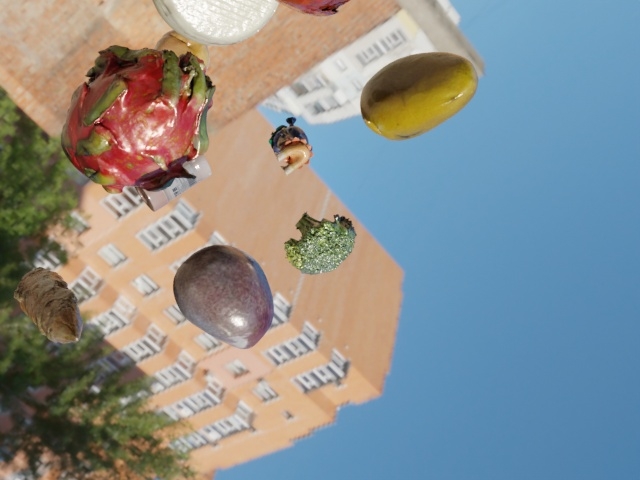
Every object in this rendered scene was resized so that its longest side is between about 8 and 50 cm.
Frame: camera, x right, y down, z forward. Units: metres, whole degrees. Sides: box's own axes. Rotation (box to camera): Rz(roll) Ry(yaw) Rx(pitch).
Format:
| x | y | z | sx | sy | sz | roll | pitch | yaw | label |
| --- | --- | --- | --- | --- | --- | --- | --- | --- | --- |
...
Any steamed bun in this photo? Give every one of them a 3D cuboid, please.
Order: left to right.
| x | y | z | sx | sy | sz | roll | pitch | yaw | label |
| --- | --- | --- | --- | --- | --- | --- | --- | --- | --- |
| -0.289 | -0.721 | 2.207 | 0.374 | 0.374 | 0.241 | -41 | -148 | 5 | steamed bun |

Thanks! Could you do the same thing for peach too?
| x | y | z | sx | sy | sz | roll | pitch | yaw | label |
| --- | --- | --- | --- | --- | --- | --- | --- | --- | --- |
| -0.421 | -0.549 | 2.461 | 0.184 | 0.184 | 0.184 | -35 | -155 | 19 | peach |

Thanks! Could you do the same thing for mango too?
| x | y | z | sx | sy | sz | roll | pitch | yaw | label |
| --- | --- | --- | --- | --- | --- | --- | --- | --- | --- |
| 0.266 | -0.401 | 2.219 | 0.365 | 0.182 | 0.252 | -11 | -130 | 48 | mango |

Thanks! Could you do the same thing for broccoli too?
| x | y | z | sx | sy | sz | roll | pitch | yaw | label |
| --- | --- | --- | --- | --- | --- | --- | --- | --- | --- |
| 0.002 | 0.002 | 2.243 | 0.198 | 0.176 | 0.226 | -34 | -155 | 28 | broccoli |

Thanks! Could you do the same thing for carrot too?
| x | y | z | sx | sy | sz | roll | pitch | yaw | label |
| --- | --- | --- | --- | --- | --- | --- | --- | --- | --- |
| -0.476 | 0.130 | 1.464 | 0.102 | 0.102 | 0.263 | -47 | -146 | -9 | carrot |

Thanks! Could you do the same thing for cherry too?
| x | y | z | sx | sy | sz | roll | pitch | yaw | label |
| --- | --- | --- | --- | --- | --- | --- | --- | --- | --- |
| -0.150 | 0.086 | 1.298 | 0.140 | 0.176 | 0.176 | -51 | -157 | 3 | cherry |

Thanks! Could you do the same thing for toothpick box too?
| x | y | z | sx | sy | sz | roll | pitch | yaw | label |
| --- | --- | --- | --- | --- | --- | --- | --- | --- | --- |
| -0.322 | -0.141 | 1.750 | 0.149 | 0.098 | 0.098 | -35 | -159 | -16 | toothpick box |

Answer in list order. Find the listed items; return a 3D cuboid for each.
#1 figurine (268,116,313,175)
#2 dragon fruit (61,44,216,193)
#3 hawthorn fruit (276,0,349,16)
| x | y | z | sx | sy | sz | roll | pitch | yaw | label |
| --- | --- | --- | --- | --- | --- | --- | --- | --- | --- |
| -0.070 | -0.236 | 2.098 | 0.102 | 0.111 | 0.195 | -24 | -152 | -1 | figurine |
| -0.323 | -0.217 | 1.457 | 0.303 | 0.231 | 0.237 | -45 | -142 | 26 | dragon fruit |
| -0.034 | -0.509 | 1.311 | 0.308 | 0.276 | 0.276 | 23 | -120 | 19 | hawthorn fruit |
